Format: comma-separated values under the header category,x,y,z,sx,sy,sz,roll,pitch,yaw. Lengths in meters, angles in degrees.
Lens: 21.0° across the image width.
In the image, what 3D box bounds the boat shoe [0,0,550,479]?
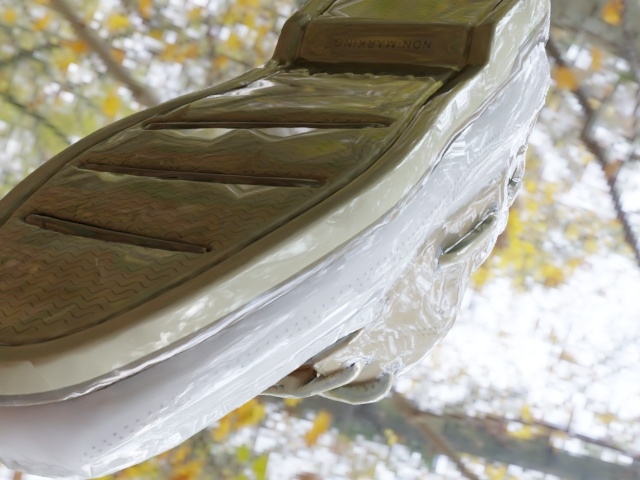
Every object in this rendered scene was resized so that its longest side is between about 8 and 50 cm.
category,x,y,z,sx,sy,sz,roll,pitch,yaw
boat shoe,0.000,0.000,0.539,0.113,0.302,0.103,8,-61,30
